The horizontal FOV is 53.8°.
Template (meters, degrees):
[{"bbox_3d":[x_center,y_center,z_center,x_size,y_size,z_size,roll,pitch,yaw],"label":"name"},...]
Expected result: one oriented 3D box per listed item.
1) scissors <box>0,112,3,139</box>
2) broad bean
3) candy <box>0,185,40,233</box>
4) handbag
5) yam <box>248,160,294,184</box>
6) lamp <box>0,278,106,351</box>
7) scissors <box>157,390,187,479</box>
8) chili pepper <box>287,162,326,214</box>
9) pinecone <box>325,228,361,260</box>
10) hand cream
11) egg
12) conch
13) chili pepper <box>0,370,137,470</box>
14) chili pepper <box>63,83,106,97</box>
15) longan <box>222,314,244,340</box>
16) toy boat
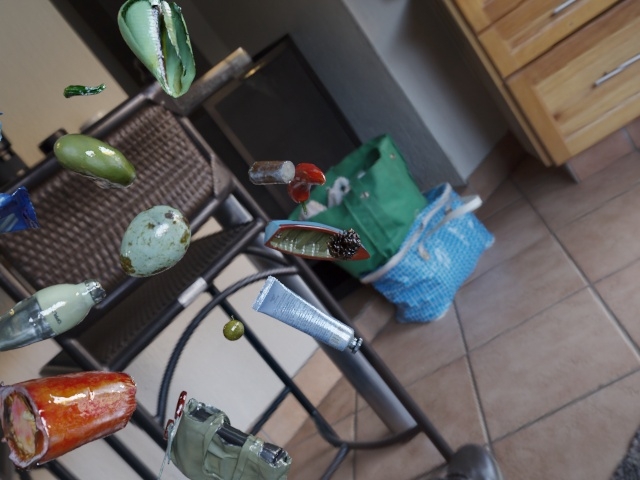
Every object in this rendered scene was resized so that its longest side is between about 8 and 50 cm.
[{"bbox_3d":[-0.836,-0.287,1.431,0.032,0.180,0.393,-1,11,2],"label":"scissors"},{"bbox_3d":[-0.659,-0.229,1.862,0.291,0.238,0.119,97,-161,-84],"label":"broad bean"},{"bbox_3d":[-0.868,-0.063,1.522,0.331,0.077,0.187,-3,-30,-15],"label":"candy"},{"bbox_3d":[-0.218,0.521,1.507,0.109,0.316,0.253,-47,-23,-49],"label":"handbag"},{"bbox_3d":[-0.154,-0.210,1.962,0.141,0.079,0.079,2,37,32],"label":"yam"},{"bbox_3d":[-0.545,0.150,1.239,0.250,0.101,0.101,-29,13,-17],"label":"lamp"},{"bbox_3d":[-0.377,0.499,1.584,0.248,0.017,0.144,-101,35,-66],"label":"scissors"},{"bbox_3d":[-0.059,-0.193,2.188,0.092,0.137,0.368,-19,-8,-11],"label":"chili pepper"},{"bbox_3d":[0.055,0.009,1.479,0.083,0.077,0.077,-43,16,-5],"label":"pinecone"},{"bbox_3d":[-0.025,0.187,1.510,0.091,0.271,0.058,-61,0,-11],"label":"hand cream"},{"bbox_3d":[-0.462,0.007,1.752,0.231,0.169,0.169,-47,15,5],"label":"egg"},{"bbox_3d":[-0.364,-0.466,1.457,0.143,0.250,0.137,-38,-26,-7],"label":"conch"},{"bbox_3d":[-0.664,0.462,1.664,0.251,0.229,0.305,-20,-15,32],"label":"chili pepper"},{"bbox_3d":[-0.635,-0.400,1.677,0.118,0.035,0.055,-9,31,9],"label":"chili pepper"},{"bbox_3d":[-0.280,0.280,2.019,0.075,0.083,0.075,-8,-5,-1],"label":"longan"},{"bbox_3d":[0.000,0.000,1.916,0.136,0.392,0.079,-47,51,32],"label":"toy boat"}]
